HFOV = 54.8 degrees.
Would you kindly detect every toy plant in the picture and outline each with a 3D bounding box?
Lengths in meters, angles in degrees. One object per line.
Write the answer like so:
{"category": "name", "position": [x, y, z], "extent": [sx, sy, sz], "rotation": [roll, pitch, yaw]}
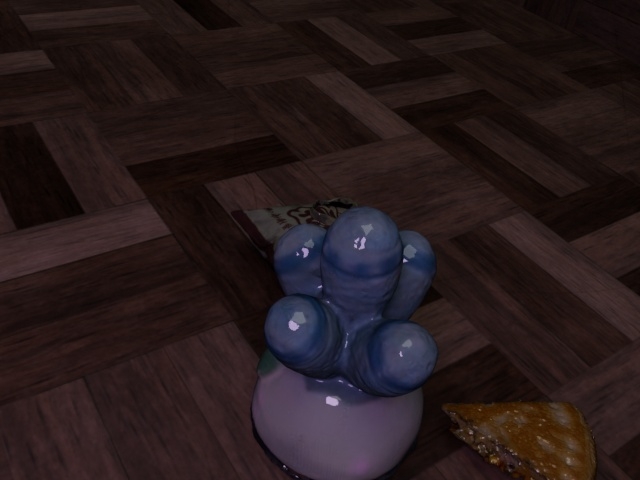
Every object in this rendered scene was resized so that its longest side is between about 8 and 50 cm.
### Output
{"category": "toy plant", "position": [0.036, 0.106, 0.724], "extent": [0.247, 0.332, 0.247], "rotation": [4, 40, -4]}

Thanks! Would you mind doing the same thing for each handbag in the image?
{"category": "handbag", "position": [0.000, 0.000, 1.001], "extent": [0.235, 0.127, 0.213], "rotation": [-15, 44, -30]}

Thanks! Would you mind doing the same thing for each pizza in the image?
{"category": "pizza", "position": [0.249, 0.261, 0.797], "extent": [0.199, 0.062, 0.188], "rotation": [17, 27, 18]}
